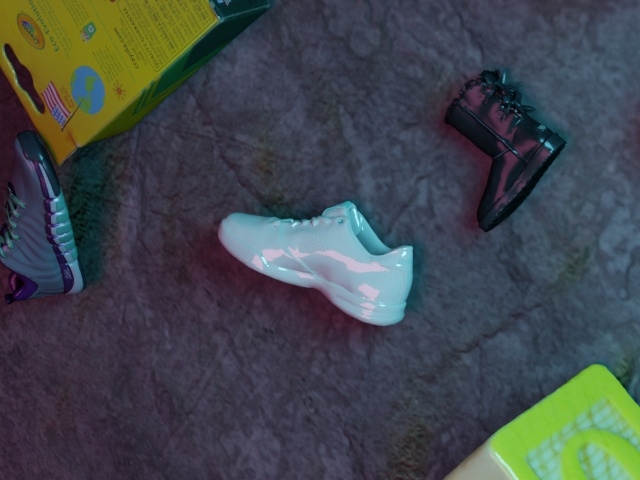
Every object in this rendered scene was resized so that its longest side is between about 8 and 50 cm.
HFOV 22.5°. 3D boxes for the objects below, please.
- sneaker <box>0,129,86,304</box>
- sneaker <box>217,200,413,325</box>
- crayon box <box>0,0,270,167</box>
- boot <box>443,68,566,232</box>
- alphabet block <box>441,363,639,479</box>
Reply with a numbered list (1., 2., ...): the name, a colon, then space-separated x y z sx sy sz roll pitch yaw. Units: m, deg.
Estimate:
1. sneaker: -0.322 -0.015 1.749 0.083 0.098 0.224 -121 17 -47
2. sneaker: 0.000 0.000 1.551 0.212 0.080 0.094 24 110 24
3. crayon box: -0.211 -0.235 1.619 0.318 0.081 0.202 -33 85 43
4. boot: 0.147 -0.080 1.398 0.099 0.045 0.121 44 124 15
5. alphabet block: 0.199 0.256 1.394 0.192 0.193 0.197 49 132 12
